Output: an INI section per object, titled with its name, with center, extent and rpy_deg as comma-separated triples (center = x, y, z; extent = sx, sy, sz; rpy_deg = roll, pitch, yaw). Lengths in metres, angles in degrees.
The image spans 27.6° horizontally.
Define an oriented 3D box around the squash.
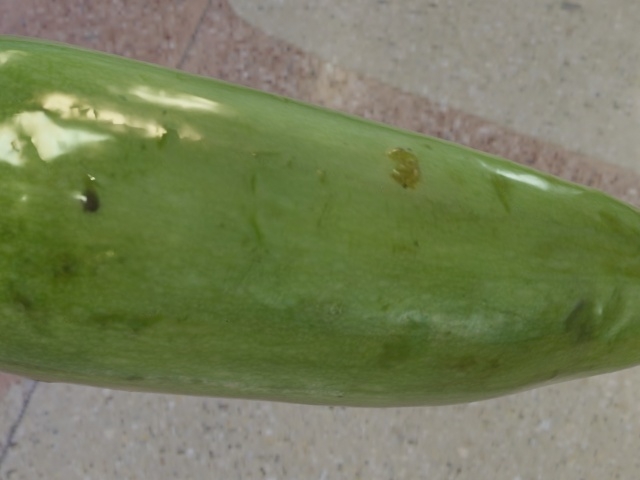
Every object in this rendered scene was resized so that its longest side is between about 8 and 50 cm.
[squash]
center = -0.002, 0.007, 0.480
extent = 0.371, 0.118, 0.118
rpy_deg = 11, 45, -19
